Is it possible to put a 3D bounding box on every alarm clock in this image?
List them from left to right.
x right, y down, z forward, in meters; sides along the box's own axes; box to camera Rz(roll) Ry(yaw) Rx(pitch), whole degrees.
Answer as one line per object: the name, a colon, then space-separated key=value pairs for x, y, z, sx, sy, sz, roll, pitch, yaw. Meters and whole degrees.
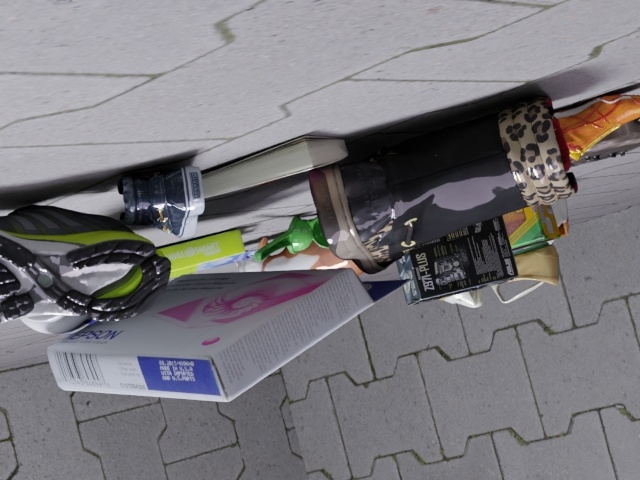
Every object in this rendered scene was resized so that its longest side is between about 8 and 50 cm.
alarm clock: x=0.383 y=-0.143 z=1.910 sx=0.129 sy=0.064 sz=0.192 roll=-10 pitch=169 yaw=-42

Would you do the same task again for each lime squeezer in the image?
lime squeezer: x=0.000 y=0.000 z=2.170 sx=0.310 sy=0.059 sz=0.110 roll=-7 pitch=-145 yaw=-38

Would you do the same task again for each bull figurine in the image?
bull figurine: x=0.018 y=0.018 z=2.363 sx=0.310 sy=0.101 sz=0.188 roll=-15 pitch=179 yaw=24

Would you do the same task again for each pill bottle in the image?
pill bottle: x=-0.329 y=0.063 z=1.825 sx=0.112 sy=0.112 sz=0.187 roll=-15 pitch=174 yaw=2

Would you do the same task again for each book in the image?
book: x=-0.053 y=-0.077 z=1.568 sx=0.144 sy=0.035 sz=0.096 roll=-17 pitch=178 yaw=26

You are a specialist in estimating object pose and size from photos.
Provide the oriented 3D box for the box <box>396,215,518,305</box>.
box: x=0.174 y=-0.015 z=2.004 sx=0.147 sy=0.180 sz=0.077 roll=-14 pitch=174 yaw=-13

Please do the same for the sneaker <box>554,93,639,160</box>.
sneaker: x=0.328 y=-0.136 z=1.785 sx=0.175 sy=0.067 sz=0.064 roll=-18 pitch=172 yaw=18

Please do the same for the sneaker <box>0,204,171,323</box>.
sneaker: x=-0.306 y=0.018 z=1.438 sx=0.300 sy=0.111 sz=0.121 roll=6 pitch=-161 yaw=-32

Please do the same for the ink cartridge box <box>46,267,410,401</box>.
ink cartridge box: x=-0.114 y=0.091 z=1.772 sx=0.324 sy=0.071 sz=0.330 roll=-4 pitch=-159 yaw=46

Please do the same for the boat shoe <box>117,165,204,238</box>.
boat shoe: x=-0.171 y=-0.040 z=1.509 sx=0.083 sy=0.065 sz=0.183 roll=-5 pitch=170 yaw=-10

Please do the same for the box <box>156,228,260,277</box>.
box: x=-0.185 y=0.024 z=2.161 sx=0.178 sy=0.042 sz=0.109 roll=-14 pitch=175 yaw=-9

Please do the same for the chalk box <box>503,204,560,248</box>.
chalk box: x=0.239 y=-0.036 z=2.223 sx=0.213 sy=0.132 sz=0.132 roll=-18 pitch=174 yaw=18

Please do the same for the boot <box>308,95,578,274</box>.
boot: x=0.157 y=-0.067 z=1.721 sx=0.284 sy=0.138 sz=0.377 roll=-18 pitch=172 yaw=12

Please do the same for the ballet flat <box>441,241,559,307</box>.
ballet flat: x=0.251 y=0.065 z=2.195 sx=0.232 sy=0.073 sz=0.080 roll=-17 pitch=174 yaw=22

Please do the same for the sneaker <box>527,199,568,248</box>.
sneaker: x=0.368 y=-0.035 z=2.632 sx=0.106 sy=0.123 sz=0.290 roll=-17 pitch=173 yaw=43
